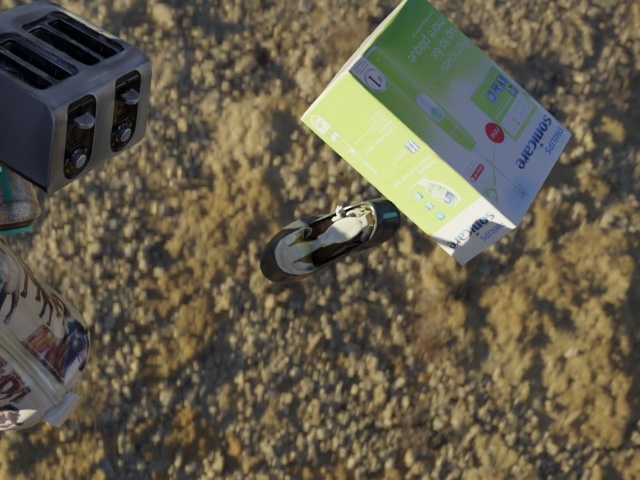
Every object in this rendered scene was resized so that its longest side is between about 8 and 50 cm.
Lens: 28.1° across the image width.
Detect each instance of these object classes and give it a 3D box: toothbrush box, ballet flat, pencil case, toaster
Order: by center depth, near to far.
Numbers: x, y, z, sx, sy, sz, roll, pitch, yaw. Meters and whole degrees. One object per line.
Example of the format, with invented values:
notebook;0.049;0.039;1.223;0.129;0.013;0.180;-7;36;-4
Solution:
pencil case;-0.368;0.037;1.243;0.160;0.410;0.183;-37;53;-7
toaster;-0.287;-0.153;1.318;0.185;0.110;0.168;31;36;16
ballet flat;0.000;0.000;1.546;0.203;0.074;0.074;-22;47;25
ballet flat;-0.409;-0.067;1.564;0.107;0.316;0.106;-13;98;-28
toothbrush box;0.151;-0.145;1.631;0.283;0.122;0.206;43;49;-6
